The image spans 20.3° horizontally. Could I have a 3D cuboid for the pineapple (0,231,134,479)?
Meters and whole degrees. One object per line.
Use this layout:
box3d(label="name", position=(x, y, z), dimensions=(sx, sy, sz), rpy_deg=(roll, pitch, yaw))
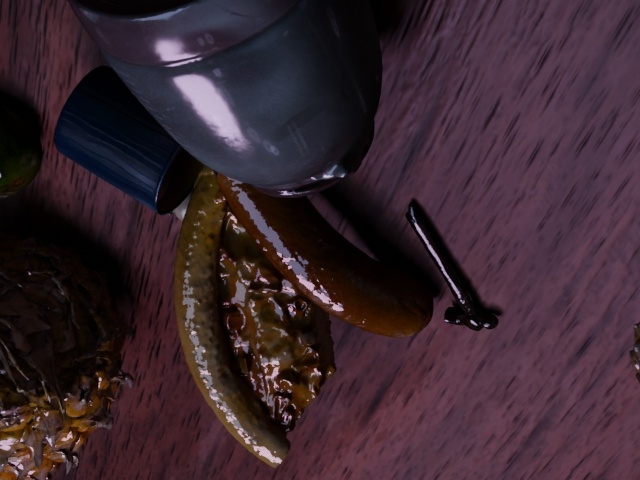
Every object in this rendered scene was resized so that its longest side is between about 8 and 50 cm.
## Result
box3d(label="pineapple", position=(-0.411, 0.161, 2.276), dimensions=(0.352, 0.352, 0.300), rpy_deg=(37, 149, -3))

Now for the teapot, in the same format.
box3d(label="teapot", position=(-0.079, -0.192, 1.599), dimensions=(0.315, 0.233, 0.312), rpy_deg=(48, 171, 45))

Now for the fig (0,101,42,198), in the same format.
box3d(label="fig", position=(-0.411, -0.128, 2.114), dimensions=(0.177, 0.117, 0.117), rpy_deg=(42, 151, 9))

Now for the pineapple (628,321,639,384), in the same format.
box3d(label="pineapple", position=(0.353, 0.052, 1.597), dimensions=(0.237, 0.119, 0.111), rpy_deg=(98, 158, -52))

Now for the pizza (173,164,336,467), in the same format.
box3d(label="pizza", position=(-0.067, 0.078, 1.965), dimensions=(0.182, 0.074, 0.366), rpy_deg=(-4, 107, 2))

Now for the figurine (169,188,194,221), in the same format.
box3d(label="figurine", position=(-0.156, -0.059, 2.011), dimensions=(0.083, 0.047, 0.051), rpy_deg=(31, 136, 22))

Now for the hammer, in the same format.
box3d(label="hammer", position=(0.125, 0.029, 1.866), dimensions=(0.065, 0.021, 0.178), rpy_deg=(3, 136, 45))

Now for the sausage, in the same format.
box3d(label="sausage", position=(-0.002, 0.004, 1.878), dimensions=(0.302, 0.103, 0.076), rpy_deg=(45, 157, -16))

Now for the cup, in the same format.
box3d(label="cup", position=(-0.202, -0.098, 1.919), dimensions=(0.138, 0.113, 0.150), rpy_deg=(30, 138, 13))
